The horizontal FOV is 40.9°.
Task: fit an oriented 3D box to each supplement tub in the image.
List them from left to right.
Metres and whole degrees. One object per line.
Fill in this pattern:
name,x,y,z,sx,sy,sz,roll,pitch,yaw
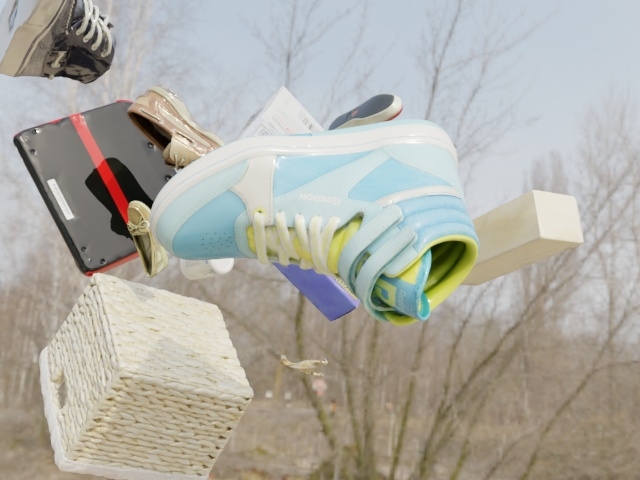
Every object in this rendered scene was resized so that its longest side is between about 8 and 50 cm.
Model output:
supplement tub,-0.245,0.045,1.855,0.107,0.071,0.071,-11,-20,41

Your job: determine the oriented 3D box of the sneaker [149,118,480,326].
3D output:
sneaker,0.000,0.000,0.813,0.318,0.208,0.127,-14,-41,-3

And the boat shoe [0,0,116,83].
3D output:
boat shoe,-0.359,-0.327,1.241,0.158,0.127,0.340,4,-12,-31

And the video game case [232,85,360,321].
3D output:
video game case,-0.021,-0.057,1.234,0.061,0.244,0.269,-33,-72,36

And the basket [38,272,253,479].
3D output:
basket,-0.353,0.285,1.745,0.331,0.266,0.328,21,24,-36

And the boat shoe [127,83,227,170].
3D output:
boat shoe,-0.303,-0.202,1.920,0.324,0.116,0.123,44,-34,4

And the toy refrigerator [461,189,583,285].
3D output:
toy refrigerator,0.321,-0.002,1.512,0.102,0.094,0.269,6,-20,-30

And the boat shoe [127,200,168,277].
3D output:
boat shoe,-0.344,-0.003,1.675,0.056,0.153,0.048,0,27,28

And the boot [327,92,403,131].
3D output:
boot,0.155,-0.267,2.163,0.176,0.088,0.244,42,-34,-22

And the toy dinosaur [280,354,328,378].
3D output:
toy dinosaur,-0.029,0.318,2.144,0.092,0.053,0.183,9,-8,-38

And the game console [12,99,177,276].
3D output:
game console,-0.510,-0.139,2.085,0.342,0.387,0.060,-27,-4,-33
